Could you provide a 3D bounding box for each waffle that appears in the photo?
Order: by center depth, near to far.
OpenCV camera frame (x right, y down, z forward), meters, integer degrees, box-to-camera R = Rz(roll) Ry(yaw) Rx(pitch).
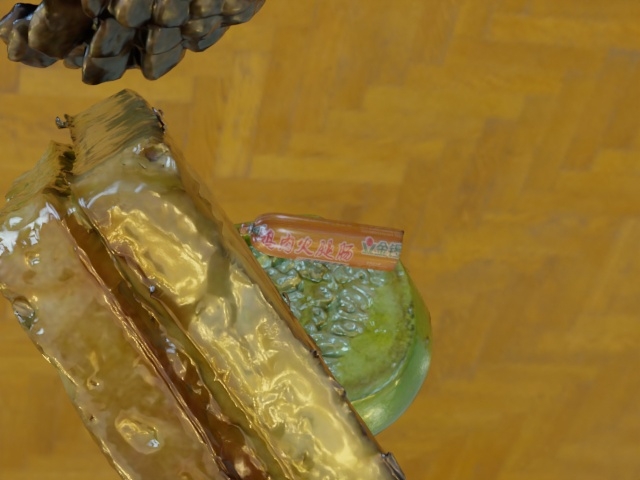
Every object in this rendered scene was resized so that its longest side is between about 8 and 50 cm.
[{"bbox_3d":[-0.024,0.092,0.609,0.098,0.224,0.327,-35,105,-4],"label":"waffle"}]

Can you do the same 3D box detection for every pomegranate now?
[{"bbox_3d":[-0.037,0.154,1.593,0.310,0.358,0.216,14,154,3],"label":"pomegranate"}]

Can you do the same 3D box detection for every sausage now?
[{"bbox_3d":[0.000,0.000,0.901,0.107,0.031,0.031,8,135,-18],"label":"sausage"}]

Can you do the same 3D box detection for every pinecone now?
[{"bbox_3d":[-0.108,-0.176,0.652,0.184,0.204,0.179,-40,151,-16],"label":"pinecone"}]
